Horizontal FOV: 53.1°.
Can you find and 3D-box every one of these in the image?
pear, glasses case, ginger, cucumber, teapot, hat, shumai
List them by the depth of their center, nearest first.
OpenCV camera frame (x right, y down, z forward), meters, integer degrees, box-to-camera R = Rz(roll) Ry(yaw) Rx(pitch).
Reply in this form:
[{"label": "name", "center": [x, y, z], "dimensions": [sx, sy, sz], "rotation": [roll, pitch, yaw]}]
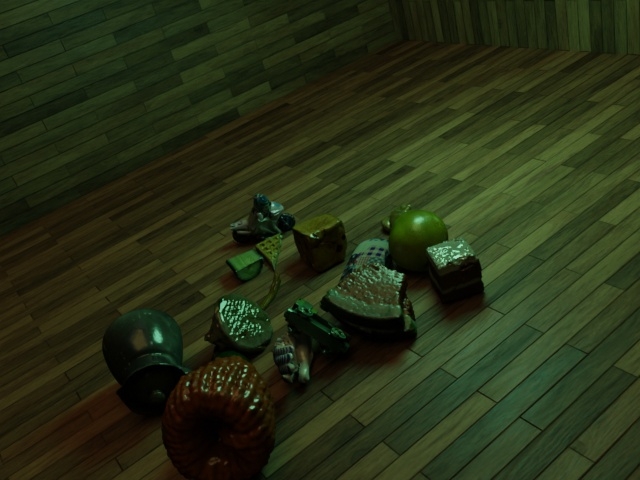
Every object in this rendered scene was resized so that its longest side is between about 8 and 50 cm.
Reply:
[{"label": "hat", "center": [-0.208, 0.383, 1.565], "dimensions": [0.286, 0.285, 0.400], "rotation": [-9, 20, 14]}, {"label": "teapot", "center": [-0.451, 0.367, 1.805], "dimensions": [0.223, 0.305, 0.285], "rotation": [-52, 36, 13]}, {"label": "shumai", "center": [-0.249, 0.265, 1.899], "dimensions": [0.120, 0.201, 0.201], "rotation": [-49, 11, 36]}, {"label": "pear", "center": [0.299, 0.000, 1.970], "dimensions": [0.198, 0.198, 0.198], "rotation": [-13, 30, 8]}, {"label": "glasses case", "center": [0.141, 0.099, 1.993], "dimensions": [0.125, 0.076, 0.327], "rotation": [-3, 35, 25]}, {"label": "ginger", "center": [0.277, -0.053, 2.166], "dimensions": [0.115, 0.081, 0.205], "rotation": [-30, 31, 1]}, {"label": "cucumber", "center": [-0.260, 0.088, 2.240], "dimensions": [0.117, 0.062, 0.115], "rotation": [-21, 31, -20]}]

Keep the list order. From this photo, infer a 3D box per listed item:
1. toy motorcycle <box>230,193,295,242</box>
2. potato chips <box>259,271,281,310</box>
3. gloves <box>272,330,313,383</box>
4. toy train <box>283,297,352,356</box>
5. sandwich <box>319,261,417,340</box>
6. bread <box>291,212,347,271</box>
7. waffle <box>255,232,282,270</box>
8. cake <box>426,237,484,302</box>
[{"label": "toy motorcycle", "center": [-0.231, -0.092, 2.382], "dimensions": [0.239, 0.204, 0.108], "rotation": [-26, 42, -8]}, {"label": "potato chips", "center": [-0.171, 0.183, 2.068], "dimensions": [0.026, 0.037, 0.204], "rotation": [-10, 35, 33]}, {"label": "gloves", "center": [-0.073, 0.315, 1.736], "dimensions": [0.119, 0.097, 0.229], "rotation": [28, 17, -3]}, {"label": "toy train", "center": [-0.004, 0.240, 1.763], "dimensions": [0.200, 0.083, 0.132], "rotation": [34, 14, 6]}, {"label": "sandwich", "center": [0.147, 0.166, 1.781], "dimensions": [0.292, 0.109, 0.212], "rotation": [35, 74, 33]}, {"label": "bread", "center": [0.000, 0.000, 2.166], "dimensions": [0.143, 0.148, 0.158], "rotation": [-24, 30, -16]}, {"label": "waffle", "center": [-0.151, 0.040, 2.300], "dimensions": [0.125, 0.032, 0.191], "rotation": [-26, 33, -18]}, {"label": "cake", "center": [0.380, 0.081, 1.828], "dimensions": [0.135, 0.147, 0.134], "rotation": [-20, 29, -1]}]
